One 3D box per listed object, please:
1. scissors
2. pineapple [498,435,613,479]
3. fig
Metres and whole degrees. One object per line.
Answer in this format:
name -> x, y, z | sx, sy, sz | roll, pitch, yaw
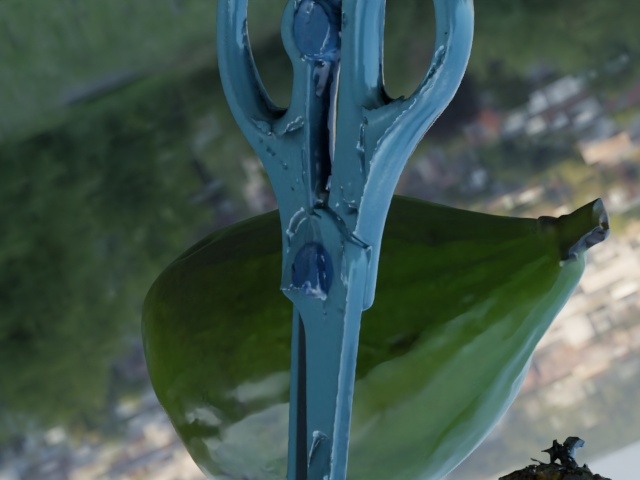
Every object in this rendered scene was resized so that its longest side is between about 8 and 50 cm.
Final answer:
scissors -> -0.001, 0.000, 0.985 | 0.032, 0.393, 0.180 | -5, -167, -41
pineapple -> 0.109, 0.206, 0.924 | 0.083, 0.221, 0.103 | 14, 168, -32
fig -> 0.030, 0.075, 1.242 | 0.233, 0.233, 0.314 | -18, -171, -39
